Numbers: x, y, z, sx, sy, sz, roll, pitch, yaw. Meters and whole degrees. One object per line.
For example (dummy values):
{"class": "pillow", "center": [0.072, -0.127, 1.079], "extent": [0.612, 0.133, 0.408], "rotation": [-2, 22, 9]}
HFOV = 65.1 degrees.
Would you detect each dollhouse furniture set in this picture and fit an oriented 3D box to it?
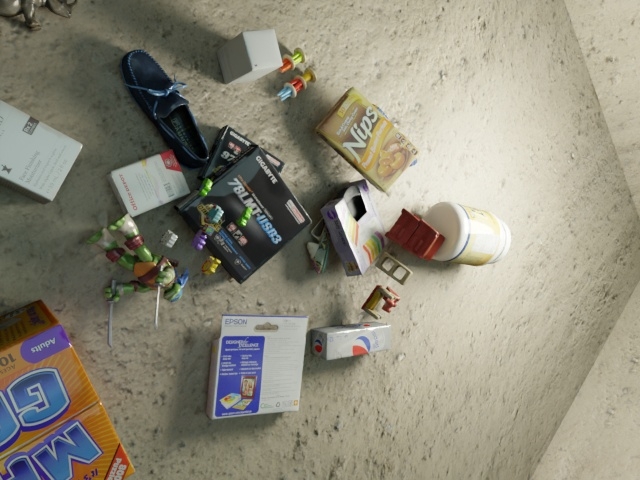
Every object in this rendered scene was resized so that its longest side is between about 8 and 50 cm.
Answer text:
{"class": "dollhouse furniture set", "center": [0.270, 0.087, 1.784], "extent": [0.374, 0.152, 0.201], "rotation": [-55, 160, 7]}

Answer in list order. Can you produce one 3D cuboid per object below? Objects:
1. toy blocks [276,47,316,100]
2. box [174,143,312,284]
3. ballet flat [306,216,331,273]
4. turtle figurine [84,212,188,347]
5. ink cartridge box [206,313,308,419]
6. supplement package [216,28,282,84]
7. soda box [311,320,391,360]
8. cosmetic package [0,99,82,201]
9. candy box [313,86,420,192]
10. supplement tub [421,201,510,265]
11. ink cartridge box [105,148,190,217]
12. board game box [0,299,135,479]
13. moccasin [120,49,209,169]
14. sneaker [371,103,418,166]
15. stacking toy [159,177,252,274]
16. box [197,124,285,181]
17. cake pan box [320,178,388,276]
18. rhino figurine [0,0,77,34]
{"class": "toy blocks", "center": [-0.096, -0.521, 1.584], "extent": [0.148, 0.054, 0.123], "rotation": [-43, 115, -25]}
{"class": "box", "center": [-0.216, -0.075, 1.458], "extent": [0.293, 0.073, 0.296], "rotation": [-40, 118, -11]}
{"class": "ballet flat", "center": [0.000, 0.000, 1.665], "extent": [0.079, 0.077, 0.222], "rotation": [21, 72, -11]}
{"class": "turtle figurine", "center": [-0.474, 0.089, 1.258], "extent": [0.274, 0.197, 0.266], "rotation": [-45, 110, -31]}
{"class": "ink cartridge box", "center": [-0.191, 0.379, 1.545], "extent": [0.303, 0.072, 0.308], "rotation": [7, 85, -34]}
{"class": "supplement package", "center": [-0.205, -0.522, 1.432], "extent": [0.105, 0.179, 0.105], "rotation": [-20, 103, -32]}
{"class": "soda box", "center": [0.110, 0.342, 1.730], "extent": [0.286, 0.098, 0.091], "rotation": [0, 92, -35]}
{"class": "cosmetic package", "center": [-0.673, -0.192, 1.137], "extent": [0.183, 0.151, 0.152], "rotation": [30, 74, -31]}
{"class": "candy box", "center": [0.155, -0.330, 1.669], "extent": [0.316, 0.087, 0.183], "rotation": [41, 90, -14]}
{"class": "supplement tub", "center": [0.565, -0.019, 1.953], "extent": [0.316, 0.228, 0.229], "rotation": [9, 87, -35]}
{"class": "ink cartridge box", "center": [-0.458, -0.152, 1.334], "extent": [0.175, 0.072, 0.128], "rotation": [-29, 108, -31]}
{"class": "board game box", "center": [-0.664, 0.378, 1.038], "extent": [0.356, 0.356, 0.357], "rotation": [-28, 107, -30]}
{"class": "moccasin", "center": [-0.394, -0.357, 1.345], "extent": [0.138, 0.116, 0.342], "rotation": [-45, 115, -25]}
{"class": "sneaker", "center": [0.223, -0.347, 1.794], "extent": [0.296, 0.112, 0.131], "rotation": [39, 82, -22]}
{"class": "stacking toy", "center": [-0.305, -0.037, 1.351], "extent": [0.167, 0.052, 0.221], "rotation": [38, 79, -40]}
{"class": "box", "center": [-0.233, -0.210, 1.501], "extent": [0.220, 0.051, 0.175], "rotation": [31, 76, -31]}
{"class": "cake pan box", "center": [0.120, -0.052, 1.696], "extent": [0.246, 0.070, 0.267], "rotation": [-44, 117, -51]}
{"class": "rhino figurine", "center": [-0.687, -0.548, 1.164], "extent": [0.243, 0.073, 0.107], "rotation": [-25, 109, -33]}
